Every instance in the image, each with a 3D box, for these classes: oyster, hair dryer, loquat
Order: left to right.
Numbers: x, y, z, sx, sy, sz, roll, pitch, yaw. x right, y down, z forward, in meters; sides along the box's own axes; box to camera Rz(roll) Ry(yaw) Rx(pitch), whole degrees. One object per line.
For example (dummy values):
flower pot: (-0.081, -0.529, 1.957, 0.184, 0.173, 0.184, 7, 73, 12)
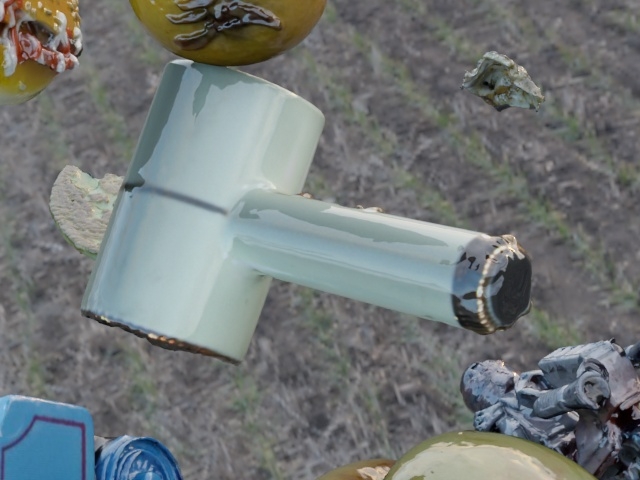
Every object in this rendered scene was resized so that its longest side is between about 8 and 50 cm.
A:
loquat: (-0.060, -0.182, 0.820, 0.141, 0.141, 0.141, -13, 32, 8)
hair dryer: (0.000, 0.000, 0.814, 0.362, 0.128, 0.203, 12, 81, 42)
oyster: (0.220, -0.191, 1.476, 0.051, 0.103, 0.148, -64, 13, -14)

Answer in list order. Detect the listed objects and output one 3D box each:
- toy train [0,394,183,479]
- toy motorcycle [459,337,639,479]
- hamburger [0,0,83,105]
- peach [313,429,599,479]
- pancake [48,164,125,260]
toy train: (-0.263, 0.296, 1.120, 0.188, 0.265, 0.300, -20, 65, 34)
toy motorcycle: (0.237, 0.162, 1.094, 0.134, 0.401, 0.207, -21, 73, -29)
hamburger: (-0.316, -0.230, 0.988, 0.151, 0.295, 0.227, -25, 58, 29)
peach: (0.083, 0.267, 0.850, 0.292, 0.247, 0.292, -20, 20, 7)
pancake: (-0.300, -0.029, 1.859, 0.197, 0.054, 0.376, -18, 39, -24)
